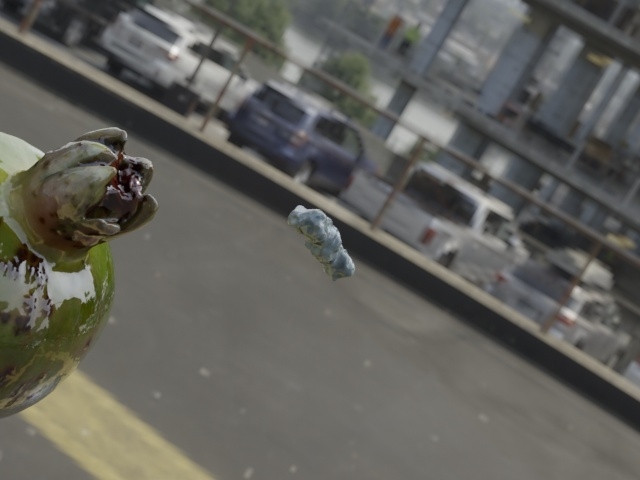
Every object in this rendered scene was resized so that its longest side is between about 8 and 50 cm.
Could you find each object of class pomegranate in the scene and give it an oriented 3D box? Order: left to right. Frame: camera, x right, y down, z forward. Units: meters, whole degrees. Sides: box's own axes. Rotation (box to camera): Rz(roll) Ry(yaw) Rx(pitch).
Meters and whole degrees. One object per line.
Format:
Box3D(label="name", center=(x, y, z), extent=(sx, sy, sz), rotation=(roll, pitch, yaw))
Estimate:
Box3D(label="pomegranate", center=(-0.187, 0.006, 0.899), extent=(0.179, 0.210, 0.179), rotation=(57, 0, 1))

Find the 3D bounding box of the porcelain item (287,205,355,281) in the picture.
Box3D(label="porcelain item", center=(0.000, 0.000, 1.192), extent=(0.036, 0.028, 0.083), rotation=(27, -17, 40))
